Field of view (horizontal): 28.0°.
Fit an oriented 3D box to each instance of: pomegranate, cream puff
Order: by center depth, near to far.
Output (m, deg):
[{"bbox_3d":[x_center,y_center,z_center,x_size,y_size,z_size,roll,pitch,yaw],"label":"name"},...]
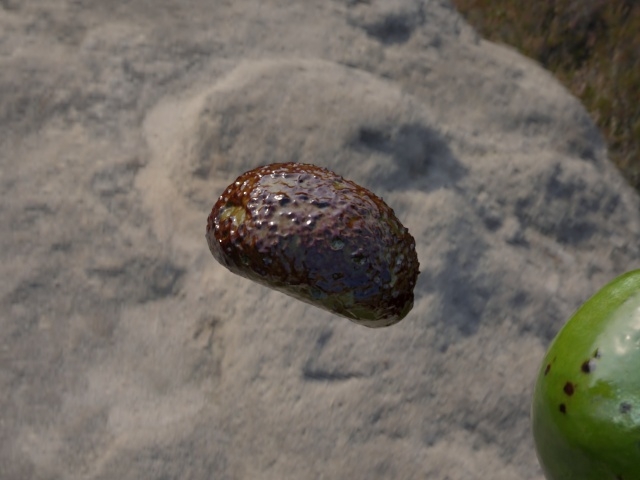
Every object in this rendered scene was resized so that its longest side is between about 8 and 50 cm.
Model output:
[{"bbox_3d":[0.000,0.000,0.819,0.149,0.149,0.084,24,88,5],"label":"cream puff"},{"bbox_3d":[0.303,0.140,0.944,0.236,0.236,0.302,-37,33,-31],"label":"pomegranate"}]
